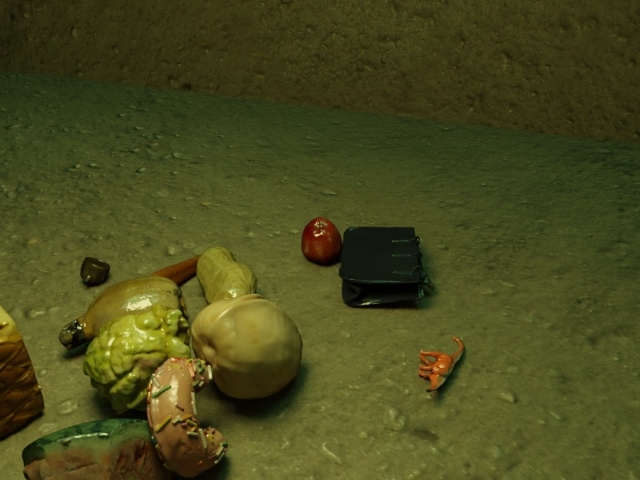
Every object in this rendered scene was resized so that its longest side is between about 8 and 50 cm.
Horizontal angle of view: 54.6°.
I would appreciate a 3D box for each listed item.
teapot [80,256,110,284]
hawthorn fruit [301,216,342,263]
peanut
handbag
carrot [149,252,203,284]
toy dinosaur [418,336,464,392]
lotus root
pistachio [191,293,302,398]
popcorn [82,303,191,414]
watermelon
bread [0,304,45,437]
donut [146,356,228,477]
[{"bbox_3d":[-0.650,0.092,1.780,0.076,0.068,0.121,25,7,-8],"label":"teapot"},{"bbox_3d":[0.000,0.000,1.906,0.133,0.137,0.132,-9,36,7],"label":"hawthorn fruit"},{"bbox_3d":[-0.256,0.113,1.708,0.148,0.147,0.319,-9,27,-19],"label":"peanut"},{"bbox_3d":[0.196,0.072,1.830,0.269,0.118,0.325,-2,31,6],"label":"handbag"},{"bbox_3d":[-0.399,0.090,1.815,0.069,0.069,0.336,20,28,26],"label":"carrot"},{"bbox_3d":[0.289,0.298,1.512,0.102,0.055,0.279,20,32,11],"label":"toy dinosaur"},{"bbox_3d":[-0.485,0.190,1.532,0.310,0.182,0.182,-15,34,-18],"label":"lotus root"},{"bbox_3d":[-0.163,0.232,1.388,0.230,0.229,0.309,25,-4,33],"label":"pistachio"},{"bbox_3d":[-0.386,0.262,1.355,0.259,0.259,0.212,-12,75,-23],"label":"popcorn"},{"bbox_3d":[-0.363,0.432,1.101,0.250,0.283,0.292,-34,71,-26],"label":"watermelon"},{"bbox_3d":[-0.741,0.272,1.246,0.279,0.278,0.207,-23,39,-37],"label":"bread"},{"bbox_3d":[-0.254,0.337,1.201,0.085,0.232,0.199,-19,-10,14],"label":"donut"}]
